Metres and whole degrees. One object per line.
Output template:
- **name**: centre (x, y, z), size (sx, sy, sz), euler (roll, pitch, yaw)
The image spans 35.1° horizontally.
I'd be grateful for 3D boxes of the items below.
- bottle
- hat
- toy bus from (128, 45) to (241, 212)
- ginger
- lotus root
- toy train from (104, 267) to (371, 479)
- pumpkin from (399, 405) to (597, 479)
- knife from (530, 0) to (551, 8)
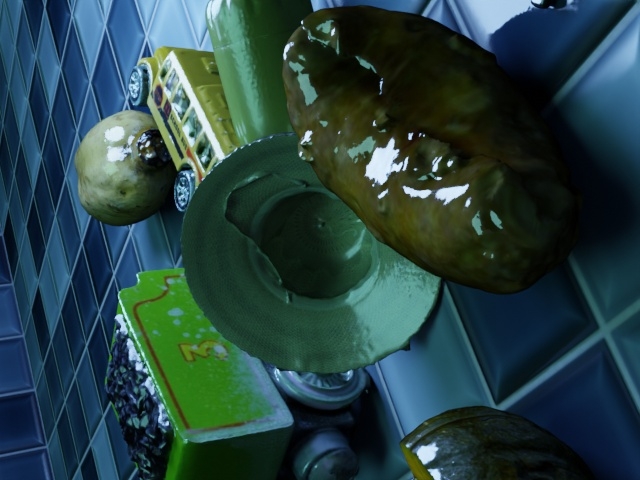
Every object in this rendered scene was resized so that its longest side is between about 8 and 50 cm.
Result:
- **bottle**: centre (-0.037, -0.133, 1.052), size (0.112, 0.112, 0.260), euler (9, 116, 63)
- **hat**: centre (0.000, 0.000, 0.985), size (0.110, 0.252, 0.251), euler (-66, -17, -65)
- **toy bus**: centre (-0.127, -0.133, 1.230), size (0.335, 0.121, 0.123), euler (62, 140, 37)
- **ginger**: centre (0.094, -0.066, 0.782), size (0.165, 0.172, 0.321), euler (-49, 48, 7)
- **lotus root**: centre (-0.296, -0.108, 1.543), size (0.284, 0.146, 0.160), euler (-20, 96, 60)
- **toy train**: centre (-0.100, 0.160, 1.106), size (0.307, 0.249, 0.173), euler (55, 140, 44)
- **pumpkin**: centre (0.163, 0.243, 0.758), size (0.131, 0.126, 0.247), euler (26, 136, 66)
- **knife**: centre (0.192, -0.218, 0.694), size (0.170, 0.010, 0.023), euler (-55, 48, 51)
